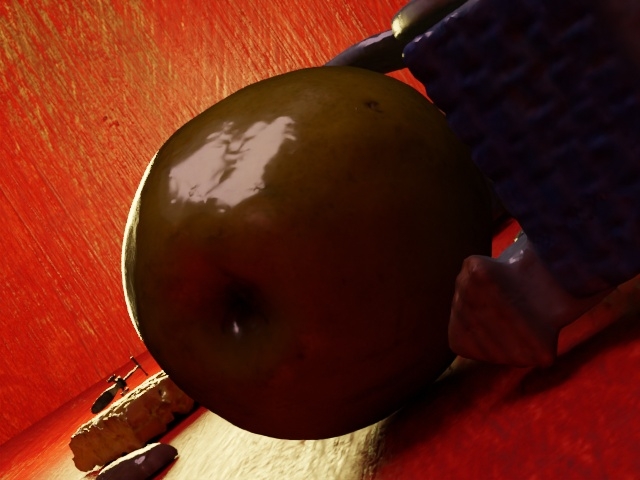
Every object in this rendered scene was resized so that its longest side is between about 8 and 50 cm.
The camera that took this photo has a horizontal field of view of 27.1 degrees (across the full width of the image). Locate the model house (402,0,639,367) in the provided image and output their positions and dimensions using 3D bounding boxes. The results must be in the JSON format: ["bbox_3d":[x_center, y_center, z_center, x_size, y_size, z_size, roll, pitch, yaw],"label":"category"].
[{"bbox_3d":[0.171,-0.086,0.787,0.329,0.251,0.295,-39,3,6],"label":"model house"}]

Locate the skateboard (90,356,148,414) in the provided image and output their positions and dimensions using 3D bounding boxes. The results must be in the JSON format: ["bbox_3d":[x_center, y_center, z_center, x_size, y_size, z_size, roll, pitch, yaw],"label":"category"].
[{"bbox_3d":[-0.252,0.183,1.664,0.064,0.032,0.083,-46,0,25],"label":"skateboard"}]

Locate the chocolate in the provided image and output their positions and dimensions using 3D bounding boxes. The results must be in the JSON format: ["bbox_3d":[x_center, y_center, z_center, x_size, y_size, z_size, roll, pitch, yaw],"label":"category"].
[{"bbox_3d":[-0.195,0.233,1.338,0.101,0.031,0.064,-33,-2,26],"label":"chocolate"}]

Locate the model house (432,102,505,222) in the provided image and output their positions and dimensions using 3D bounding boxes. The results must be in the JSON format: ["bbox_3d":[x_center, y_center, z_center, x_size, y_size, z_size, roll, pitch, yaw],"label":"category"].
[{"bbox_3d":[0.150,-0.090,1.556,0.291,0.184,0.253,-30,-4,-35],"label":"model house"}]

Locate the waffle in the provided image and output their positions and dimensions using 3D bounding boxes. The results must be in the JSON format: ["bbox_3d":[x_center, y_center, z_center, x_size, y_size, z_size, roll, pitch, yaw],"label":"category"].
[{"bbox_3d":[-0.205,0.200,1.679,0.219,0.057,0.229,-35,3,-35],"label":"waffle"}]

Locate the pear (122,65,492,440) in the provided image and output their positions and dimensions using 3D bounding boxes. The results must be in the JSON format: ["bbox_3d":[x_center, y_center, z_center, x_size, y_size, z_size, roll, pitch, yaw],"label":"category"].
[{"bbox_3d":[0.000,0.000,0.912,0.253,0.253,0.307,-32,9,29],"label":"pear"}]

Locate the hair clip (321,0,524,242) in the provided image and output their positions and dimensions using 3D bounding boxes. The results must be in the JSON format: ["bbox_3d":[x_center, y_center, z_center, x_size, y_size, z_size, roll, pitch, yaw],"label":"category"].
[{"bbox_3d":[0.210,-0.146,1.086,0.392,0.238,0.318,-34,2,-11],"label":"hair clip"}]
